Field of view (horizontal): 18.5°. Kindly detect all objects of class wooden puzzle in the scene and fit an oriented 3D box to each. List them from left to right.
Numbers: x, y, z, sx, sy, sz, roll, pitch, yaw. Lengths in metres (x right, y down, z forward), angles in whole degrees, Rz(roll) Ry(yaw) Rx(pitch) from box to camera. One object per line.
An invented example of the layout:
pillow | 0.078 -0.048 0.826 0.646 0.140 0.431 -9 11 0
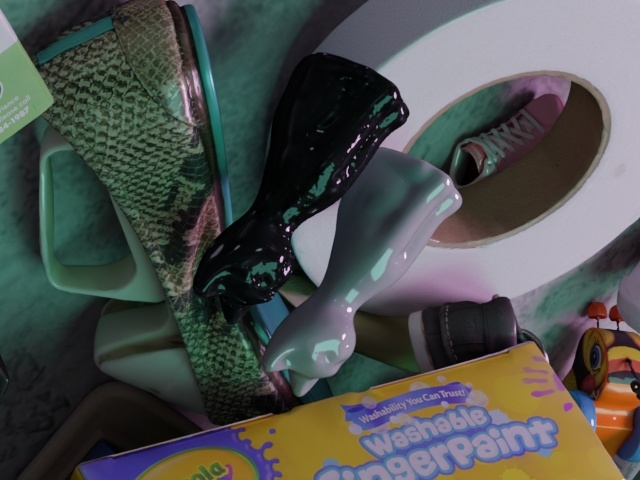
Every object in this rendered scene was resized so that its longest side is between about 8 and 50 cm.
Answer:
wooden puzzle | -0.204 0.318 1.793 0.348 0.080 0.322 -46 143 0

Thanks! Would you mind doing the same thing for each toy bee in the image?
toy bee | 0.312 0.158 2.100 0.195 0.162 0.298 23 138 -35

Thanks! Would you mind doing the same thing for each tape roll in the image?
tape roll | 0.143 -0.087 1.683 0.392 0.072 0.392 -16 141 -14

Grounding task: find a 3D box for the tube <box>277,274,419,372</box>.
tube | 0.033 0.074 1.797 0.240 0.070 0.062 21 65 -54

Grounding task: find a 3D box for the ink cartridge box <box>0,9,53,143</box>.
ink cartridge box | -0.333 -0.162 1.199 0.207 0.119 0.353 -38 143 -11

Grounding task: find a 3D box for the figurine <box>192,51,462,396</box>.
figurine | 0.000 0.000 1.496 0.209 0.092 0.215 -57 145 -15

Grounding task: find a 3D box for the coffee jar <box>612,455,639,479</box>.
coffee jar | 0.411 0.206 2.281 0.096 0.079 0.184 17 112 -46

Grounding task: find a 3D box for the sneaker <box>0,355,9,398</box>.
sneaker | -0.336 0.086 1.446 0.232 0.090 0.081 -1 126 -43

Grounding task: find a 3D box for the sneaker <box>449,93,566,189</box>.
sneaker | 0.171 -0.086 1.807 0.134 0.051 0.070 -48 148 8

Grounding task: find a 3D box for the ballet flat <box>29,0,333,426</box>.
ballet flat | -0.124 0.015 1.561 0.182 0.164 0.483 -19 134 0

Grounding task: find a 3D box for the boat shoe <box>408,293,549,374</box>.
boat shoe | 0.176 0.124 1.831 0.095 0.112 0.335 -16 161 16

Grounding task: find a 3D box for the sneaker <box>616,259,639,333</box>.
sneaker | 0.451 -0.051 2.047 0.366 0.137 0.210 -30 139 -27

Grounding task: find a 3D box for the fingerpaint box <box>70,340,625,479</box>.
fingerpaint box | -0.019 0.296 1.653 0.444 0.163 0.371 -12 146 -32
